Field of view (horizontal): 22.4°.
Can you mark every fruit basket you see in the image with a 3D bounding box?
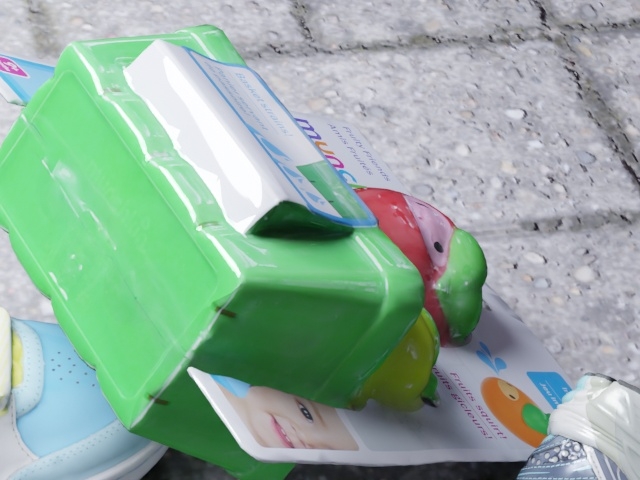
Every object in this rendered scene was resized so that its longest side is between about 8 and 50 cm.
[{"bbox_3d":[0.000,0.000,0.930,0.353,0.165,0.327,2,41,-46],"label":"fruit basket"}]

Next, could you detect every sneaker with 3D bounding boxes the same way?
[{"bbox_3d":[-0.219,0.052,0.830,0.319,0.208,0.127,-3,47,-17],"label":"sneaker"},{"bbox_3d":[0.218,0.204,0.873,0.283,0.110,0.122,40,85,8],"label":"sneaker"}]
